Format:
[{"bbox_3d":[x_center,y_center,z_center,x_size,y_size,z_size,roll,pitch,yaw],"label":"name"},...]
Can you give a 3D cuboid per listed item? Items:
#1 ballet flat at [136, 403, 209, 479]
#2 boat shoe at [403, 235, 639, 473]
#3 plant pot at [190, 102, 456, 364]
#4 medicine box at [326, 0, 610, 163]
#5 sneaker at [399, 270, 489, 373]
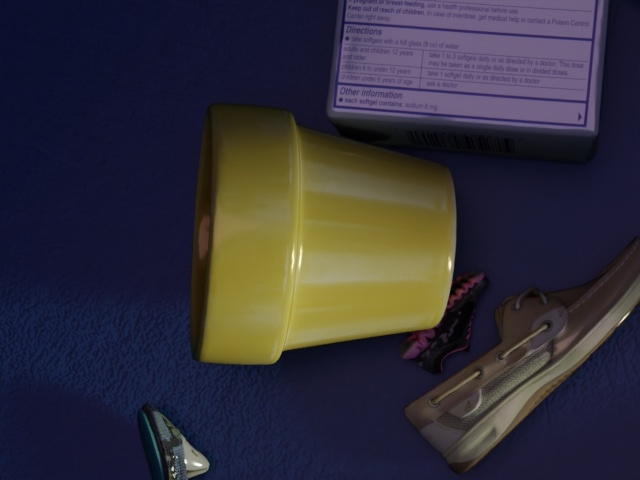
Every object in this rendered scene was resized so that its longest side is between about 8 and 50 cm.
[{"bbox_3d":[-0.138,0.254,1.799,0.070,0.070,0.188,-13,83,6],"label":"ballet flat"},{"bbox_3d":[0.212,0.095,1.742,0.302,0.109,0.098,-45,83,6],"label":"boat shoe"},{"bbox_3d":[0.000,0.000,1.725,0.239,0.254,0.254,4,84,-8],"label":"plant pot"},{"bbox_3d":[0.156,-0.239,1.767,0.263,0.149,0.289,5,84,8],"label":"medicine box"},{"bbox_3d":[0.135,0.085,1.790,0.057,0.047,0.119,40,90,-12],"label":"sneaker"}]
